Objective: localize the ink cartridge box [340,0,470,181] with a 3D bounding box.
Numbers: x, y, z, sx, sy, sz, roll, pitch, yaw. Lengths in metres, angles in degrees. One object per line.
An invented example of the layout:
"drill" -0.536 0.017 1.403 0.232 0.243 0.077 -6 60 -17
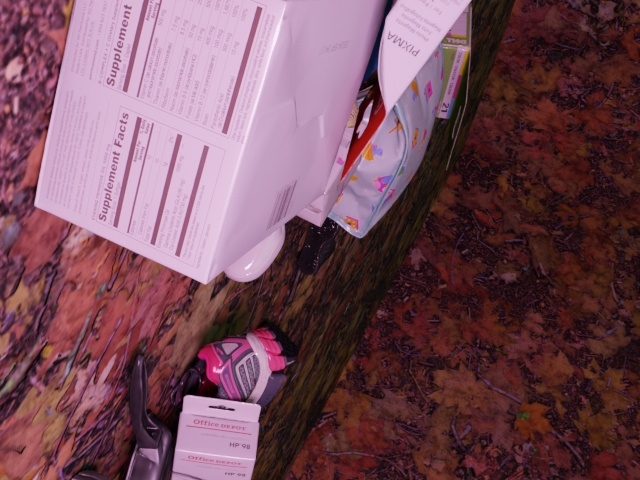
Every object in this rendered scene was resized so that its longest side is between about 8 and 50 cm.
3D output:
"ink cartridge box" 0.070 -0.190 0.766 0.232 0.066 0.189 -49 -167 30

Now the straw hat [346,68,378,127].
"straw hat" 0.013 -0.153 0.987 0.144 0.144 0.061 -51 133 -52

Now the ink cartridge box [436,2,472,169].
"ink cartridge box" 0.211 -0.290 1.575 0.189 0.097 0.255 98 0 -56

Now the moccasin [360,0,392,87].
"moccasin" 0.021 -0.250 0.929 0.342 0.116 0.138 -52 156 -54

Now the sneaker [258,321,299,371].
"sneaker" -0.114 0.211 1.457 0.097 0.084 0.234 -43 175 18

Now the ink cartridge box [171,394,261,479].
"ink cartridge box" -0.140 0.283 1.121 0.060 0.104 0.180 -87 -172 -46

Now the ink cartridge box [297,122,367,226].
"ink cartridge box" -0.012 -0.097 1.154 0.143 0.092 0.090 -58 168 -26

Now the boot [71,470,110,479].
"boot" -0.289 0.376 0.960 0.190 0.076 0.208 -55 171 -46

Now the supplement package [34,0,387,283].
"supplement package" -0.072 -0.119 0.674 0.262 0.145 0.204 -41 153 -65

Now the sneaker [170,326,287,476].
"sneaker" -0.158 0.232 1.188 0.112 0.121 0.299 -5 134 -39

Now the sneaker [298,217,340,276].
"sneaker" 0.002 0.001 1.565 0.170 0.051 0.089 -65 170 25

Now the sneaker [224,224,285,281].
"sneaker" -0.076 -0.058 1.028 0.094 0.080 0.212 53 55 -65

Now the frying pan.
"frying pan" -0.209 0.253 1.051 0.197 0.053 0.326 -87 -170 -74

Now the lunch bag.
"lunch bag" 0.090 -0.174 1.307 0.223 0.160 0.262 -53 169 -46
